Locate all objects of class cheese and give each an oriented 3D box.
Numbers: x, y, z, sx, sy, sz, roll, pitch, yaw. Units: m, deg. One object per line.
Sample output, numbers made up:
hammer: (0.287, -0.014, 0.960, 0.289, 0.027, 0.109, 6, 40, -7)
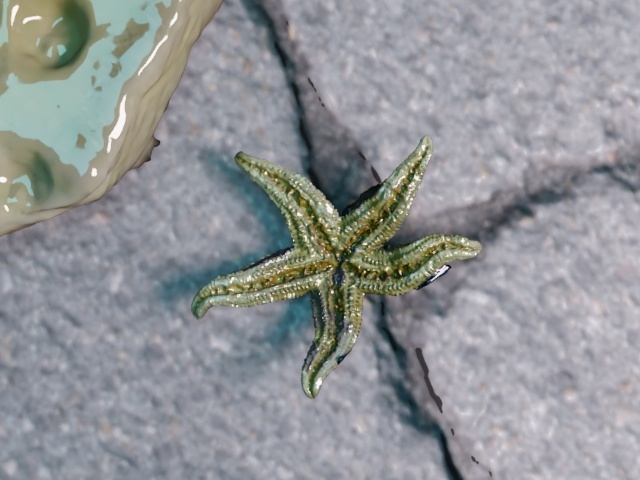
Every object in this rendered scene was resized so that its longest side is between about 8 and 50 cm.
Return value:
cheese: (-0.226, -0.160, 1.156, 0.326, 0.115, 0.318, -12, 84, 0)

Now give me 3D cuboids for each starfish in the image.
starfish: (0.000, 0.000, 1.166, 0.208, 0.053, 0.176, -36, 84, -6)
